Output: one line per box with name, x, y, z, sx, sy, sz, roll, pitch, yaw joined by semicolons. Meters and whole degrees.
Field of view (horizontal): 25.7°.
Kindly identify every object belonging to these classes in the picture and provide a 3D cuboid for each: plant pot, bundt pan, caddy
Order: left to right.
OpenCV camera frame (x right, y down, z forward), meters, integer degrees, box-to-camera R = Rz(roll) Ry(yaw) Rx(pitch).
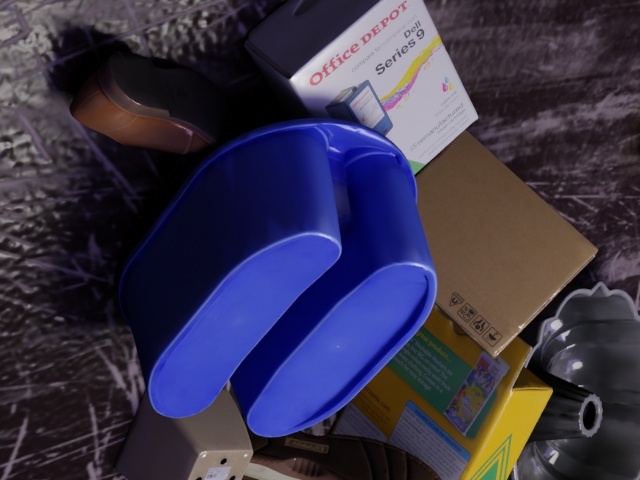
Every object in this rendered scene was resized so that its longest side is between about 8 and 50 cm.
plant pot;-0.136;0.226;1.493;0.109;0.096;0.109;7;115;-43
caddy;-0.045;0.032;1.347;0.241;0.179;0.341;17;129;-34
bundt pan;0.287;0.211;1.756;0.331;0.124;0.331;-5;97;-47

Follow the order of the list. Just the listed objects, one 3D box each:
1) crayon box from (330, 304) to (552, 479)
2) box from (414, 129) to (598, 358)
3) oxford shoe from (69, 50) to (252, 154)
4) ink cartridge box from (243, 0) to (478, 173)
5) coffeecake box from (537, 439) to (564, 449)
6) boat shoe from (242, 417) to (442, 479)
crayon box;0.132;0.208;1.623;0.083;0.203;0.323;6;116;-44
box;0.172;0.001;1.519;0.164;0.201;0.021;-44;164;-6
oxford shoe;-0.140;-0.111;1.280;0.076;0.076;0.212;-33;149;28
ink cartridge box;0.043;-0.155;1.369;0.154;0.093;0.212;-41;136;-8
coffeecake box;0.335;0.303;1.964;0.142;0.068;0.185;-26;133;-23
boat shoe;0.011;0.272;1.571;0.095;0.257;0.095;-59;161;-52
